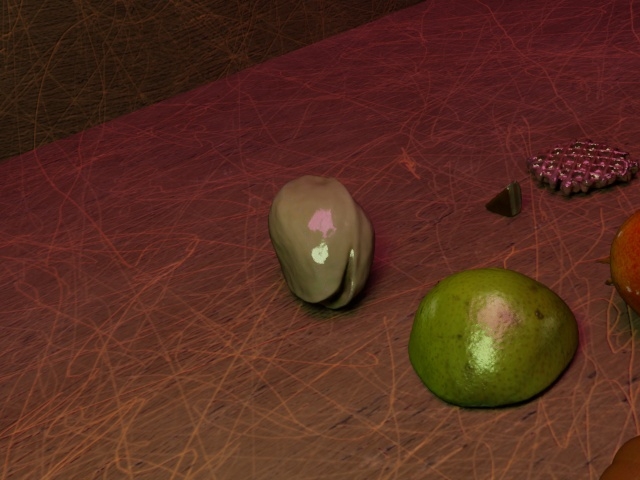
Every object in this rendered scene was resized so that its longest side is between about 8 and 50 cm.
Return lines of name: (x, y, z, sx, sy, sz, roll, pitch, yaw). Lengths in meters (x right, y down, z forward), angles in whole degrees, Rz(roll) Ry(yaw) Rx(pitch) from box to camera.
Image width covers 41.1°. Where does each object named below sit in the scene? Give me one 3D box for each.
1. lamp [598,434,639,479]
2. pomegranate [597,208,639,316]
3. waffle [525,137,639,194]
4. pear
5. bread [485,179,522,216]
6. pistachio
lamp: (0.419, 0.318, 0.957, 0.223, 0.196, 0.223, 1, 65, -2)
pomegranate: (0.578, 0.041, 1.411, 0.221, 0.220, 0.257, -27, 6, -27)
waffle: (0.591, -0.174, 1.953, 0.221, 0.055, 0.234, -15, 27, -9)
pear: (0.261, 0.158, 1.390, 0.288, 0.139, 0.239, 0, 38, 23)
bread: (0.408, -0.082, 1.853, 0.043, 0.109, 0.062, -32, 78, -27)
pistachio: (0.000, 0.000, 1.704, 0.226, 0.208, 0.331, -49, 39, 20)
